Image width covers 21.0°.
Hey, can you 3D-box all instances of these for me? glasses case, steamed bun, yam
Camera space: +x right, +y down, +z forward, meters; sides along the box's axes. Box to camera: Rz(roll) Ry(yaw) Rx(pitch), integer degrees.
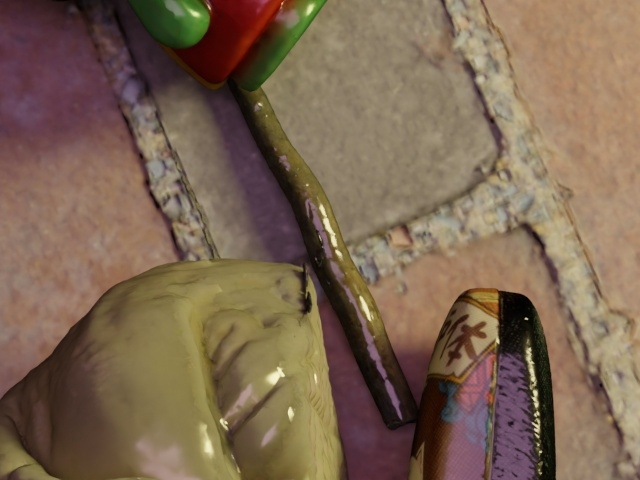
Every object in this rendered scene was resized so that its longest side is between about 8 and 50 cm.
[{"bbox_3d":[0.080,0.184,0.912,0.082,0.122,0.321,5,77,4],"label":"glasses case"},{"bbox_3d":[-0.079,0.176,0.851,0.206,0.275,0.320,-8,44,7],"label":"steamed bun"},{"bbox_3d":[0.000,0.000,0.992,0.029,0.027,0.234,-17,78,-48],"label":"yam"}]

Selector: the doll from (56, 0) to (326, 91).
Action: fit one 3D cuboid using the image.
[{"bbox_3d":[-0.151,-0.224,0.949,0.363,0.160,0.182,30,39,2],"label":"doll"}]
